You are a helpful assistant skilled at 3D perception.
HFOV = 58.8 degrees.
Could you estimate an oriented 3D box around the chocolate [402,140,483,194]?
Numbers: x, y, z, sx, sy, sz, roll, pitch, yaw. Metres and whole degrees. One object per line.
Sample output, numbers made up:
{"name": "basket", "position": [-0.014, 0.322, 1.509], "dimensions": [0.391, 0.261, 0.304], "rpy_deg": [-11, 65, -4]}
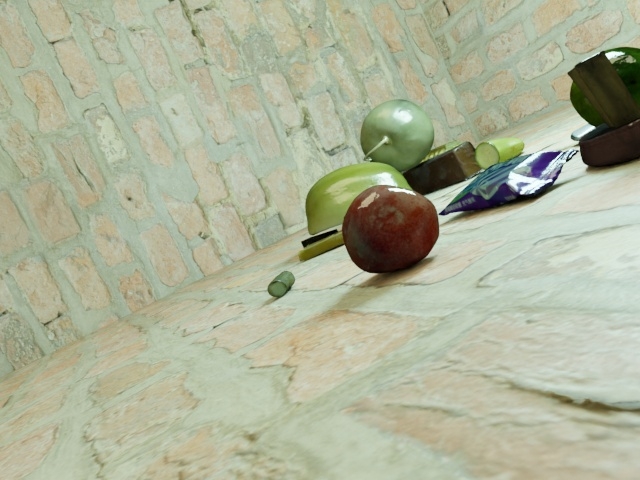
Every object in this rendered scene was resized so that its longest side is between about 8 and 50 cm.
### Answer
{"name": "chocolate", "position": [0.417, -0.241, 1.946], "dimensions": [0.111, 0.112, 0.321], "rpy_deg": [-31, 6, -27]}

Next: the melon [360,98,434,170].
{"name": "melon", "position": [0.268, -0.366, 1.983], "dimensions": [0.271, 0.272, 0.308], "rpy_deg": [-25, 12, 7]}

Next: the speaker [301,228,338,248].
{"name": "speaker", "position": [0.000, 0.000, 1.877], "dimensions": [0.046, 0.040, 0.191], "rpy_deg": [-27, 5, -28]}

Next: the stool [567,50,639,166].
{"name": "stool", "position": [0.552, -0.255, 0.959], "dimensions": [0.271, 0.179, 0.272], "rpy_deg": [-25, 3, 1]}

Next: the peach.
{"name": "peach", "position": [0.107, -0.006, 0.914], "dimensions": [0.152, 0.152, 0.152], "rpy_deg": [-25, 5, 2]}

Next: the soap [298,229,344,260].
{"name": "soap", "position": [0.052, -0.004, 1.675], "dimensions": [0.251, 0.037, 0.092], "rpy_deg": [-23, 4, 24]}

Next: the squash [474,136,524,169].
{"name": "squash", "position": [0.590, -0.288, 1.812], "dimensions": [0.224, 0.094, 0.094], "rpy_deg": [-20, 1, -38]}

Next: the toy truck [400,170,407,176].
{"name": "toy truck", "position": [0.280, -0.237, 2.180], "dimensions": [0.148, 0.211, 0.187], "rpy_deg": [-25, -12, 27]}

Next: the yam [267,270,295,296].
{"name": "yam", "position": [-0.085, 0.096, 1.243], "dimensions": [0.043, 0.043, 0.094], "rpy_deg": [-24, 6, 13]}

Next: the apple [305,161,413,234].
{"name": "apple", "position": [0.137, -0.113, 1.854], "dimensions": [0.360, 0.312, 0.320], "rpy_deg": [-19, 46, 10]}

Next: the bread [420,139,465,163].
{"name": "bread", "position": [0.499, -0.326, 2.385], "dimensions": [0.152, 0.130, 0.267], "rpy_deg": [-32, 6, -21]}

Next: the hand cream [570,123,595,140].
{"name": "hand cream", "position": [0.734, -0.306, 1.373], "dimensions": [0.255, 0.048, 0.079], "rpy_deg": [-25, 6, 18]}

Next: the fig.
{"name": "fig", "position": [0.681, -0.346, 1.242], "dimensions": [0.195, 0.196, 0.245], "rpy_deg": [-27, 2, -24]}

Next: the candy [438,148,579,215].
{"name": "candy", "position": [0.348, -0.107, 1.093], "dimensions": [0.145, 0.070, 0.275], "rpy_deg": [-37, 11, -24]}
